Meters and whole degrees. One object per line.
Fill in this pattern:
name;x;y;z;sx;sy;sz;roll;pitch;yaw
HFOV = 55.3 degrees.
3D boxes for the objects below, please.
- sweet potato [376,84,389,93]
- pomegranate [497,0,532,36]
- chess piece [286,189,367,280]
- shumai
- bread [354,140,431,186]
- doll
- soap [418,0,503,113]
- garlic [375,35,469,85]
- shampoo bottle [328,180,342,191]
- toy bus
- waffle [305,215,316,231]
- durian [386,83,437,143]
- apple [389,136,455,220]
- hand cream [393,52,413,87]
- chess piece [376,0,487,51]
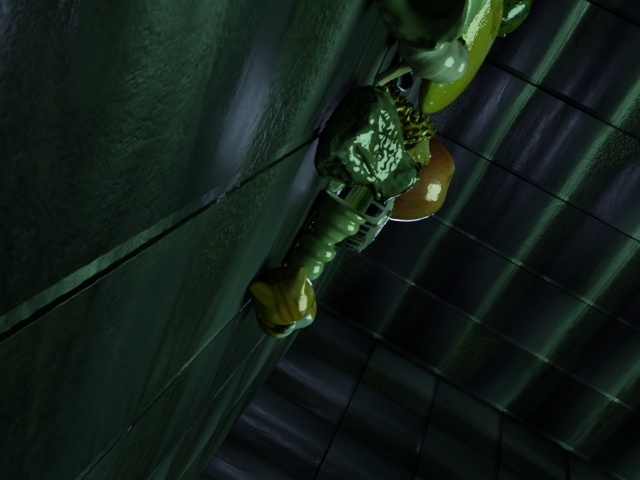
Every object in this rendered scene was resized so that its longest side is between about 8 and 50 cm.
sweet potato;0.115;-0.307;1.574;0.214;0.050;0.050;-59;175;23
pomegranate;0.495;-0.731;1.822;0.254;0.270;0.254;-31;-159;14
chess piece;0.000;0.000;1.718;0.251;0.144;0.144;-54;175;11
shumai;0.115;-0.196;1.294;0.225;0.222;0.261;-58;170;5
bread;0.198;-0.233;1.779;0.275;0.185;0.114;-44;135;-55
doll;-0.091;0.154;1.541;0.167;0.162;0.269;-29;173;-11
soap;0.391;-0.533;1.645;0.306;0.115;0.427;-40;158;-54
garlic;0.225;-0.426;1.445;0.226;0.199;0.199;-34;-173;28
shampoo bottle;0.051;-0.165;1.772;0.141;0.034;0.048;-30;144;-81
toy bus;0.113;-0.077;1.956;0.143;0.179;0.305;-58;178;-24
waffle;-0.021;-0.040;1.801;0.083;0.029;0.075;-58;173;-1
durian;0.234;-0.334;1.757;0.185;0.196;0.305;-69;169;18
apple;0.335;-0.243;2.344;0.363;0.364;0.364;-59;174;-10
hand cream;0.230;-0.461;1.713;0.256;0.055;0.088;-30;129;-78
chess piece;0.270;-0.515;1.105;0.442;0.234;0.234;-52;170;-36
